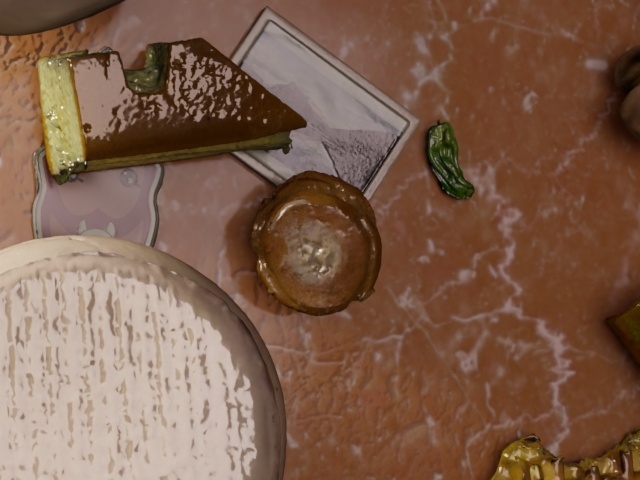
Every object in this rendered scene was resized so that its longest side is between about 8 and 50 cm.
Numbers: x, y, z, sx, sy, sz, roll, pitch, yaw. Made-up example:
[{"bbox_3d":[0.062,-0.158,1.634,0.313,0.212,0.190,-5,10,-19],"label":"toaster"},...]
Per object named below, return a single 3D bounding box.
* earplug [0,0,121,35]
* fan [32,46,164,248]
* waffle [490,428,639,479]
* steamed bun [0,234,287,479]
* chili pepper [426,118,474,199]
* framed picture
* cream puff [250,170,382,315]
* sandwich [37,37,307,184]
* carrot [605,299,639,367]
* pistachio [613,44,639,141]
[{"bbox_3d":[-0.282,-0.384,1.427,0.313,0.312,0.394,-24,98,-17],"label":"earplug"},{"bbox_3d":[-0.217,-0.082,1.581,0.132,0.009,0.220,3,87,-20],"label":"fan"},{"bbox_3d":[0.278,0.314,1.696,0.291,0.051,0.291,0,89,-19],"label":"waffle"},{"bbox_3d":[-0.217,0.181,1.446,0.374,0.241,0.374,0,89,-13],"label":"steamed bun"},{"bbox_3d":[0.134,-0.082,1.682,0.034,0.030,0.091,-25,98,-42],"label":"chili pepper"},{"bbox_3d":[-0.014,-0.122,1.643,0.203,0.015,0.150,36,78,-12],"label":"framed picture"},{"bbox_3d":[-0.003,-0.001,1.591,0.126,0.103,0.144,-13,110,6],"label":"cream puff"},{"bbox_3d":[-0.142,-0.131,1.540,0.236,0.122,0.128,-9,94,-20],"label":"sandwich"},{"bbox_3d":[0.429,0.171,1.722,0.114,0.114,0.302,-38,96,-16],"label":"carrot"},{"bbox_3d":[0.413,-0.153,1.722,0.206,0.131,0.129,8,44,-18],"label":"pistachio"}]
